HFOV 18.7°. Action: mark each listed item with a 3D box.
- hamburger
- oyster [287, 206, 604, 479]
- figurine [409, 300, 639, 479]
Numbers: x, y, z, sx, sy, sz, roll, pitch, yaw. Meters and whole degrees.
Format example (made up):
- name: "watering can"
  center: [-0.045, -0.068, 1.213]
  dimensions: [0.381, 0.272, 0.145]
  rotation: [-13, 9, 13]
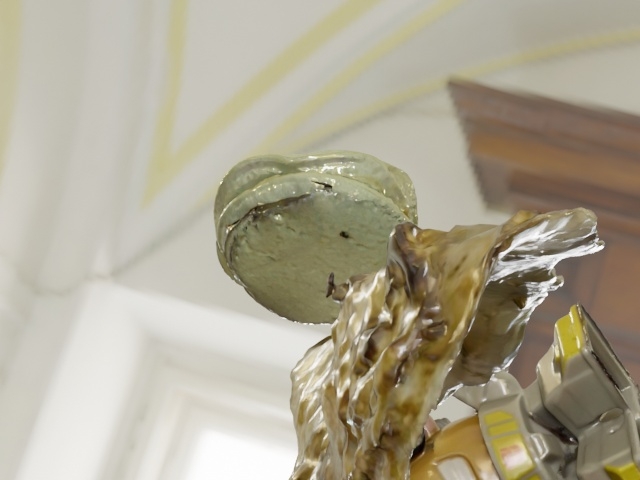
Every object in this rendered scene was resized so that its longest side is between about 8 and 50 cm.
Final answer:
- name: "hamburger"
  center: [0.000, 0.000, 1.240]
  dimensions: [0.140, 0.062, 0.133]
  rotation: [-8, -48, 9]
- name: "oyster"
  center: [0.028, 0.092, 0.978]
  dimensions: [0.111, 0.204, 0.396]
  rotation: [27, -16, -2]
- name: "figurine"
  center: [0.144, 0.203, 1.598]
  dimensions: [0.308, 0.308, 0.143]
  rotation: [2, -22, 39]
